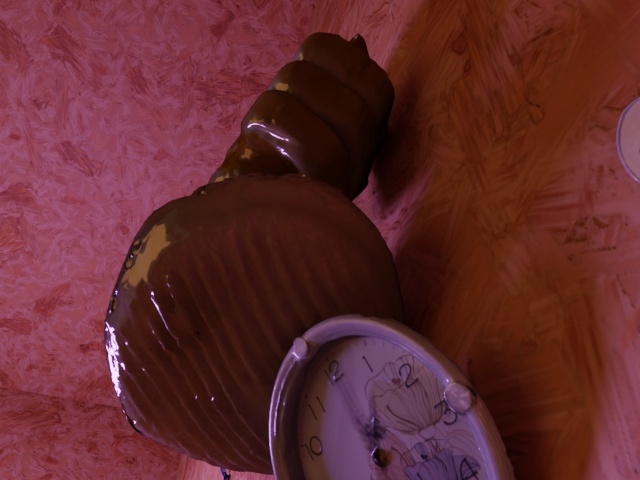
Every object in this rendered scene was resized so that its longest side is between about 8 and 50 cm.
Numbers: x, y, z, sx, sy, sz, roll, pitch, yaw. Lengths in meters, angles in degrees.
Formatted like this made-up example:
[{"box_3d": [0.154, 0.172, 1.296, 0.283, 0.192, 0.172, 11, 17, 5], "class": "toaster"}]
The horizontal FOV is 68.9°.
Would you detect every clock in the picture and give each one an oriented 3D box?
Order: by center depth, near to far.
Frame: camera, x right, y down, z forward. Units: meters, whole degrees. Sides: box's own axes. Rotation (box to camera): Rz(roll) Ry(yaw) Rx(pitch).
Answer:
[{"box_3d": [0.049, 0.177, 0.378, 0.237, 0.053, 0.236, -3, 85, 45], "class": "clock"}]

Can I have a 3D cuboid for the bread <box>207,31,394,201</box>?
[{"box_3d": [-0.025, -0.124, 0.723, 0.300, 0.210, 0.341, -48, 11, 48], "class": "bread"}]

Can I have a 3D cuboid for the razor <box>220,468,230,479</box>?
[{"box_3d": [-0.274, 0.626, 1.354, 0.154, 0.028, 0.044, -98, 27, -58], "class": "razor"}]

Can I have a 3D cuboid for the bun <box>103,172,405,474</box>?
[{"box_3d": [-0.067, 0.093, 0.554, 0.362, 0.326, 0.234, -55, -3, 18], "class": "bun"}]

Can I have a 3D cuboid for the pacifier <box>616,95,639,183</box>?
[{"box_3d": [0.184, -0.066, 0.219, 0.081, 0.078, 0.099, 58, 134, 43], "class": "pacifier"}]
